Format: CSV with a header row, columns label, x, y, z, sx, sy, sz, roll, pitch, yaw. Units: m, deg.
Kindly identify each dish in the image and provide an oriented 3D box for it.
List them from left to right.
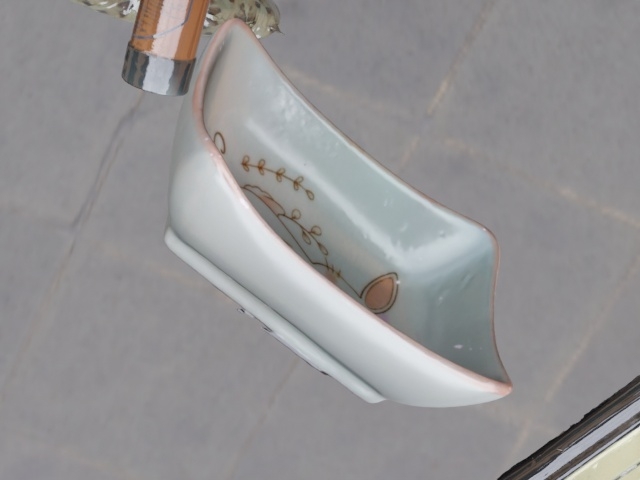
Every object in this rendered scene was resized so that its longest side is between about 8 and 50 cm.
label,x,y,z,sx,sy,sz,roll,pitch,yaw
dish,0.000,0.000,0.895,0.212,0.151,0.077,38,117,-22

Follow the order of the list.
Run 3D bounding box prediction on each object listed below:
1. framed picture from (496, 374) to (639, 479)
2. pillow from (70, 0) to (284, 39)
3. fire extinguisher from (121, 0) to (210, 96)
label,x,y,z,sx,sy,sz,roll,pitch,yaw
framed picture,0.196,0.124,0.681,0.199,0.010,0.195,-39,73,23
pillow,-0.102,-0.181,1.305,0.241,0.093,0.051,5,111,-49
fire extinguisher,-0.040,-0.085,0.522,0.022,0.028,0.083,8,111,-26
